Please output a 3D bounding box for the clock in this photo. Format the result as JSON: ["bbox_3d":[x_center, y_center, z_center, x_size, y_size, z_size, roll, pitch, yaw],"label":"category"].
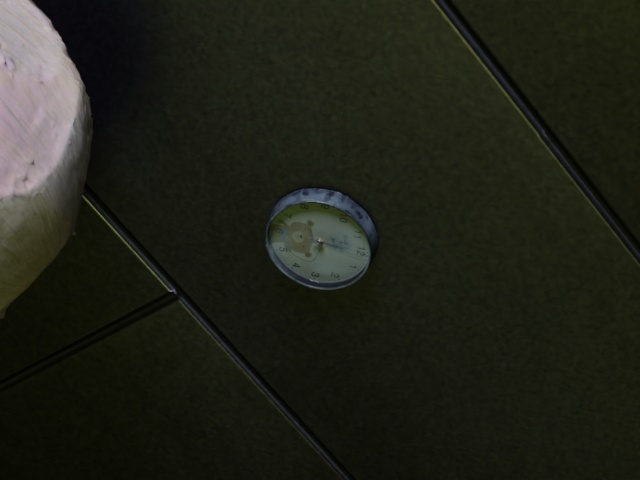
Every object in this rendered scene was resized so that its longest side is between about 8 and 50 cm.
[{"bbox_3d":[0.000,0.000,1.350,0.085,0.017,0.085,9,128,11],"label":"clock"}]

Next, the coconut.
[{"bbox_3d":[-0.289,-0.051,1.234,0.254,0.297,0.297,41,128,0],"label":"coconut"}]
